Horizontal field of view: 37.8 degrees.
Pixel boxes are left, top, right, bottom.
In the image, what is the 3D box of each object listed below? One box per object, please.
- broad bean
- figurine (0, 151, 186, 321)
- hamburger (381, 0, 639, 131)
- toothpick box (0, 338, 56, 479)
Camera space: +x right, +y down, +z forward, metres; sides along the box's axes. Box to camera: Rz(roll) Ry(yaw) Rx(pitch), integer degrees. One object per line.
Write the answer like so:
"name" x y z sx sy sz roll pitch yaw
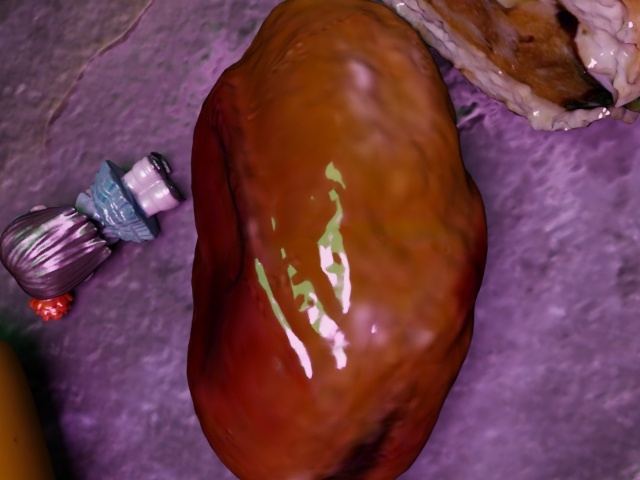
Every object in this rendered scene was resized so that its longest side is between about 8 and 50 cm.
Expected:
"broad bean" 0.002 0.001 0.426 0.122 0.156 0.228 8 75 -23
"figurine" -0.123 -0.004 0.509 0.106 0.047 0.060 -32 110 4
"hamburger" 0.085 -0.197 0.406 0.309 0.132 0.211 42 81 17
"toothpick box" -0.200 0.177 0.441 0.175 0.175 0.271 -18 74 15
